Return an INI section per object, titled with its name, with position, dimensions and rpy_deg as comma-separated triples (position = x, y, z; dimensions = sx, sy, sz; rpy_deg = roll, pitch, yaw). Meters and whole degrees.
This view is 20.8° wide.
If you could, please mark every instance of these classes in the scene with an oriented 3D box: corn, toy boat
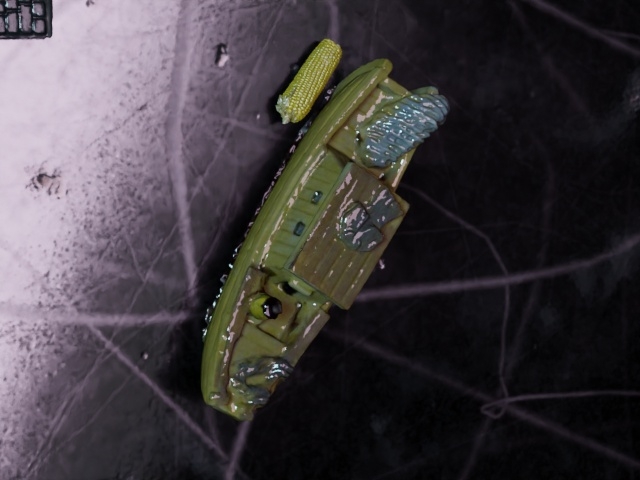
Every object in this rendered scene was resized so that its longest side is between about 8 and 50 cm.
[corn]
position = -0.011, -0.131, 1.449
dimensions = 0.028, 0.027, 0.083
rpy_deg = 39, 75, -27
[toy boat]
position = 0.000, 0.000, 1.412
dimensions = 0.089, 0.121, 0.321
rpy_deg = 35, 79, -27

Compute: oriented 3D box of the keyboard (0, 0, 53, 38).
[keyboard]
position = -0.252, -0.281, 1.344
dimensions = 0.087, 0.017, 0.250
rpy_deg = -2, 94, -25
